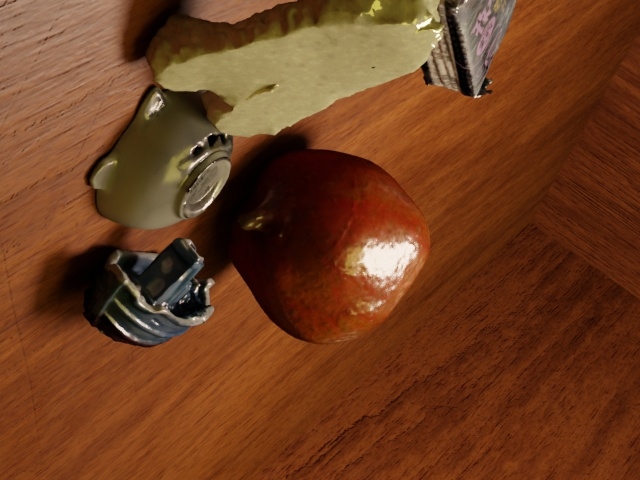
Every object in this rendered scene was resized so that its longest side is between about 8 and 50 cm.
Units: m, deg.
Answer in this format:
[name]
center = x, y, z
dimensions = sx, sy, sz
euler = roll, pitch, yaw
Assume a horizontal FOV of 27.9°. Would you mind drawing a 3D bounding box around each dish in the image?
[dish]
center = -0.164, -0.093, 1.530
dimensions = 0.236, 0.086, 0.228
euler = -43, 161, -35

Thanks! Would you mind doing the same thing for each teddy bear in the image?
[teddy bear]
center = 0.010, -0.345, 1.439
dimensions = 0.375, 0.362, 0.327
euler = -13, 156, 22

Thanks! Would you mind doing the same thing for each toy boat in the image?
[toy boat]
center = -0.202, 0.059, 1.660
dimensions = 0.142, 0.129, 0.309
euler = -41, 168, 9

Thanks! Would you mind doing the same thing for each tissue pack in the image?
[tissue pack]
center = 0.216, -0.385, 1.849
dimensions = 0.361, 0.122, 0.259
euler = 48, 61, -73

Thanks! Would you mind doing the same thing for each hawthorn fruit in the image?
[hawthorn fruit]
center = 0.010, -0.004, 1.922
dimensions = 0.295, 0.295, 0.311
euler = -46, 139, -24
